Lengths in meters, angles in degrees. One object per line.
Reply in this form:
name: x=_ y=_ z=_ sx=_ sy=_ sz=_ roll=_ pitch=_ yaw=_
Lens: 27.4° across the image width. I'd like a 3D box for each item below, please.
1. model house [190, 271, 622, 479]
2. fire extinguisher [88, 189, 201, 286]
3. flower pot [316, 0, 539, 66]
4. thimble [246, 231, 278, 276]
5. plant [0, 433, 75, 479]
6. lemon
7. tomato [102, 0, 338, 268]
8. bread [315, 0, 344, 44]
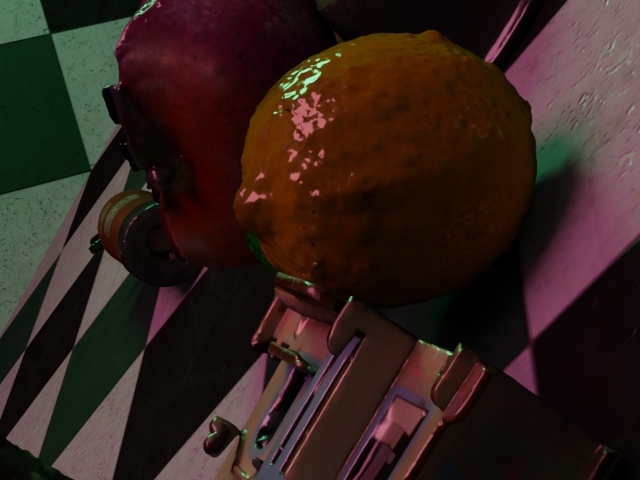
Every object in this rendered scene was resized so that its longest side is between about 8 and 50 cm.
model house: x=-0.003 y=0.161 z=0.773 sx=0.244 sy=0.169 sz=0.326 roll=-63 pitch=18 yaw=-4
fire extinguisher: x=-0.222 y=-0.021 z=1.873 sx=0.200 sy=0.113 sz=0.376 roll=-19 pitch=11 yaw=-15
flower pot: x=0.091 y=-0.234 z=1.209 sx=0.235 sy=0.148 sz=0.235 roll=-53 pitch=18 yaw=26
thimble: x=0.000 y=0.000 z=1.127 sx=0.090 sy=0.118 sz=0.130 roll=-54 pitch=38 yaw=5
plant: x=-0.422 y=0.318 z=1.465 sx=0.213 sy=0.312 sz=0.215 roll=-39 pitch=29 yaw=57
lemon: x=0.048 y=-0.049 z=0.923 sx=0.231 sy=0.192 sz=0.192 roll=-21 pitch=9 yaw=-15
tomato: x=-0.048 y=-0.137 z=1.261 sx=0.176 sy=0.335 sz=0.289 roll=2 pitch=42 yaw=21
bread: x=0.062 y=-0.350 z=1.551 sx=0.239 sy=0.111 sz=0.246 roll=-29 pitch=34 yaw=58
